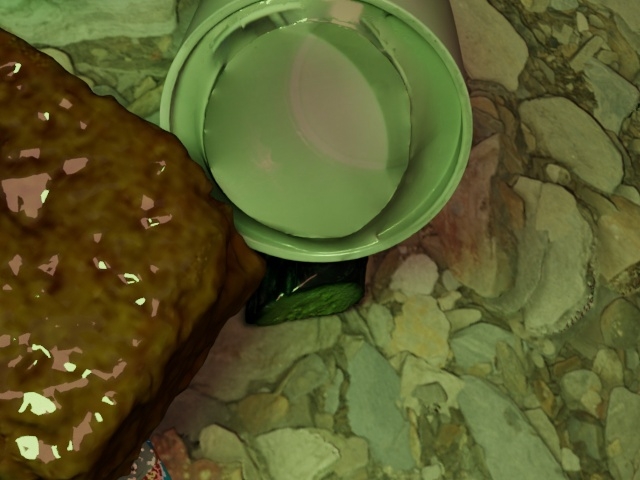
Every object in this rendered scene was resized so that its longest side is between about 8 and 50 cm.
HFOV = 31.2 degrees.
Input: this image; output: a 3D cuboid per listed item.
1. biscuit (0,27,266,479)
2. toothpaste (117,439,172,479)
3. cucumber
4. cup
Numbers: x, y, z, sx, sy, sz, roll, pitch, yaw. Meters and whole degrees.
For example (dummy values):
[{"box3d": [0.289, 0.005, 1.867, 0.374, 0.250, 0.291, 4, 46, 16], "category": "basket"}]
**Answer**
[{"box3d": [-0.274, 0.012, 0.873, 0.395, 0.166, 0.342, 31, 54, 7], "category": "biscuit"}, {"box3d": [-0.152, 0.214, 0.936, 0.065, 0.050, 0.266, -24, 77, -34], "category": "toothpaste"}, {"box3d": [0.000, 0.000, 1.120, 0.115, 0.086, 0.193, 17, 50, -14], "category": "cucumber"}, {"box3d": [0.007, -0.174, 1.055, 0.253, 0.253, 0.371, 27, 32, -13], "category": "cup"}]
